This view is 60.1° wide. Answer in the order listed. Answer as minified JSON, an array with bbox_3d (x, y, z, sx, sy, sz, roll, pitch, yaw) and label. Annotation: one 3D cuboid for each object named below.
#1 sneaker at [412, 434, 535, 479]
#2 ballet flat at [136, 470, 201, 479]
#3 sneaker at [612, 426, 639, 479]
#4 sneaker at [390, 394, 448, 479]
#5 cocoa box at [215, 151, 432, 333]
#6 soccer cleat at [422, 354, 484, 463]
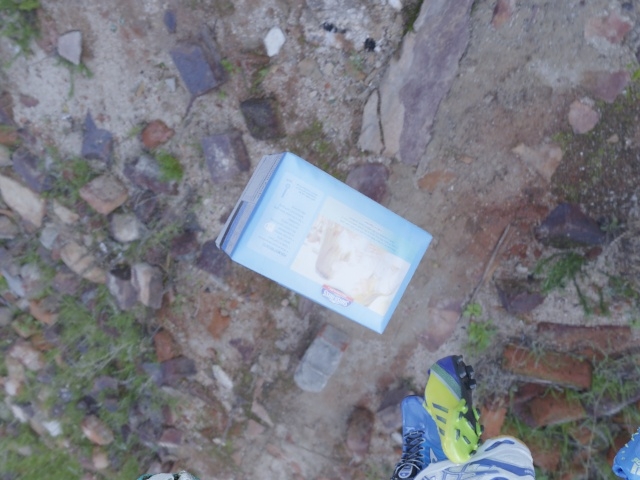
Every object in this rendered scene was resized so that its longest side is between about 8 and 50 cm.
[{"bbox_3d":[0.293,0.509,1.115,0.112,0.131,0.296,43,112,-15],"label":"sneaker"},{"bbox_3d":[-0.429,0.710,1.601,0.087,0.247,0.083,-51,48,23],"label":"ballet flat"},{"bbox_3d":[0.579,0.359,0.977,0.126,0.240,0.091,-8,131,26],"label":"sneaker"},{"bbox_3d":[0.243,0.525,1.304,0.147,0.330,0.130,21,137,-38],"label":"sneaker"},{"bbox_3d":[0.000,0.000,1.134,0.347,0.228,0.231,28,88,-18],"label":"cocoa box"},{"bbox_3d":[0.278,0.370,1.205,0.121,0.289,0.093,-32,109,26],"label":"soccer cleat"}]
